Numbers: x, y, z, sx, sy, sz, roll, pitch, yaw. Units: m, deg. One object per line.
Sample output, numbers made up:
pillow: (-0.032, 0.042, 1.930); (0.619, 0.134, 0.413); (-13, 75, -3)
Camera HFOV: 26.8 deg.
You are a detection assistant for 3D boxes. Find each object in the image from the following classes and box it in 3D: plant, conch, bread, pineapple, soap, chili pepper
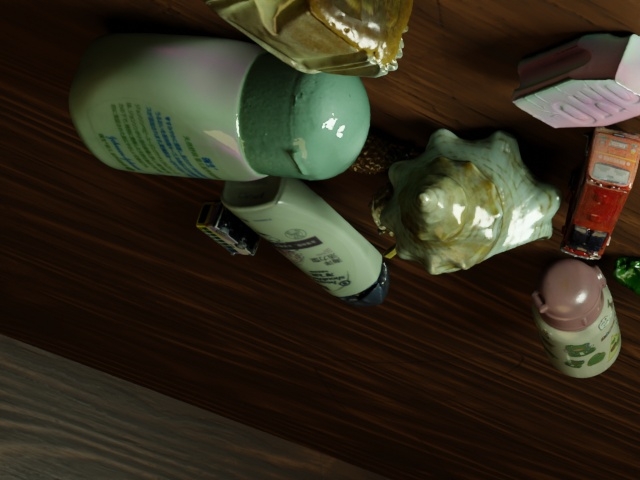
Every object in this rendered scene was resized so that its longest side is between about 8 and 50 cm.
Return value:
plant: (0.118, -0.024, 1.781); (0.116, 0.104, 0.122); (7, 119, 3)
conch: (0.194, -0.055, 1.626); (0.203, 0.170, 0.386); (15, -162, 24)
bread: (-0.002, -0.255, 1.160); (0.109, 0.192, 0.210); (-8, 148, 44)
pineapple: (0.095, -0.108, 1.702); (0.124, 0.058, 0.058); (5, 162, -10)
soap: (0.284, -0.163, 1.388); (0.100, 0.056, 0.149); (24, 159, -28)
chili pepper: (0.502, 0.062, 1.814); (0.216, 0.062, 0.108); (13, 154, 8)

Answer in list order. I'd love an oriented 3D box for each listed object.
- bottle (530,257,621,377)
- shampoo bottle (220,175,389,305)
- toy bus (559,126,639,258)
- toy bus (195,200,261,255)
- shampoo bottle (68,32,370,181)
bottle: (0.369, 0.107, 1.946); (0.120, 0.120, 0.253); (9, 158, 19)
shampoo bottle: (0.000, 0.000, 2.002); (0.134, 0.078, 0.359); (-2, 154, 32)
toy bus: (0.328, -0.055, 1.582); (0.073, 0.096, 0.235); (16, 159, 8)
toy bus: (-0.143, -0.018, 2.101); (0.058, 0.052, 0.102); (2, 154, 39)
shampoo bottle: (-0.109, -0.152, 1.576); (0.349, 0.151, 0.222); (7, 152, 26)
